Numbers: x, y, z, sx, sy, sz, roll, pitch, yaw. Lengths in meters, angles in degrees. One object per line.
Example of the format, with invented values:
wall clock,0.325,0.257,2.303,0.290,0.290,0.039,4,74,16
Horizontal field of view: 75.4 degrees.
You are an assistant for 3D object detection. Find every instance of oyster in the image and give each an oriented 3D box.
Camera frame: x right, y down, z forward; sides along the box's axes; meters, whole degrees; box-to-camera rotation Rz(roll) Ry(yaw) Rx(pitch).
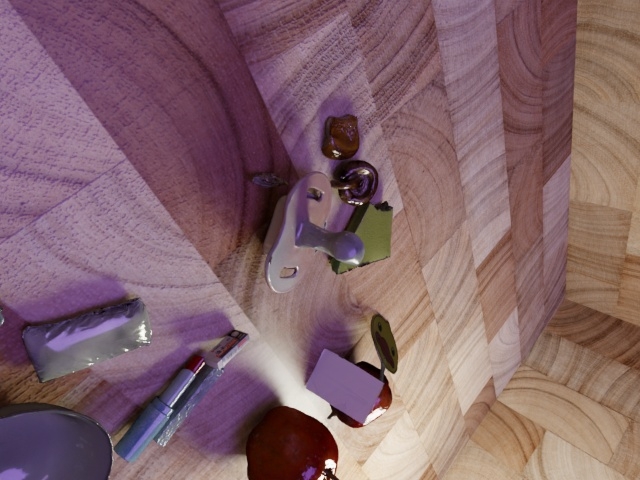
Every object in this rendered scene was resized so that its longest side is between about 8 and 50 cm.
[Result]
oyster,-0.125,-0.155,1.018,0.083,0.081,0.038,46,46,-77

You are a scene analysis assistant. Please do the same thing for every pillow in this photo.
pillow,-0.471,0.201,0.859,0.229,0.051,0.128,-15,114,-36

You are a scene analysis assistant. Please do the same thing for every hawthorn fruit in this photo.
hawthorn fruit,-0.059,0.661,1.239,0.287,0.330,0.287,-17,111,-53
hawthorn fruit,0.124,0.545,1.452,0.250,0.215,0.215,-24,123,-19

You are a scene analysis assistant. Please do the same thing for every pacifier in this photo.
pacifier,-0.032,-0.011,1.065,0.220,0.273,0.332,16,96,-29

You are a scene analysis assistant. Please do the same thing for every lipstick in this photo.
lipstick,-0.381,0.400,1.016,0.061,0.068,0.274,43,67,-15

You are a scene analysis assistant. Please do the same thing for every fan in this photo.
fan,0.229,0.398,1.488,0.229,0.011,0.335,60,24,-19

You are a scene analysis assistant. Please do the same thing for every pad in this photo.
pad,0.078,0.481,1.374,0.156,0.232,0.004,-64,161,-1

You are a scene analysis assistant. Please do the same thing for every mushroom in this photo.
mushroom,0.093,-0.166,1.207,0.170,0.080,0.135,-6,99,-41

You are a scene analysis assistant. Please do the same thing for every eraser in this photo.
eraser,-0.242,0.282,1.081,0.122,0.052,0.029,-39,130,-48

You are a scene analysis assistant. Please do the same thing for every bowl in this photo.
bowl,-0.585,0.422,0.771,0.337,0.157,0.337,-19,121,-36

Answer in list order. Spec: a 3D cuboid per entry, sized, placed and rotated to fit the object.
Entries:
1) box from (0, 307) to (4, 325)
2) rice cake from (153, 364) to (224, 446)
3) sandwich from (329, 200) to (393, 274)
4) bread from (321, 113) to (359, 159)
box,-0.606,0.120,0.685,0.122,0.069,0.084,-28,126,-31
rice cake,-0.340,0.414,1.074,0.245,0.045,0.042,-51,131,-13
sandwich,0.129,-0.025,1.318,0.245,0.063,0.212,-15,114,-39
bread,0.064,-0.285,1.154,0.129,0.044,0.126,-13,114,-36
